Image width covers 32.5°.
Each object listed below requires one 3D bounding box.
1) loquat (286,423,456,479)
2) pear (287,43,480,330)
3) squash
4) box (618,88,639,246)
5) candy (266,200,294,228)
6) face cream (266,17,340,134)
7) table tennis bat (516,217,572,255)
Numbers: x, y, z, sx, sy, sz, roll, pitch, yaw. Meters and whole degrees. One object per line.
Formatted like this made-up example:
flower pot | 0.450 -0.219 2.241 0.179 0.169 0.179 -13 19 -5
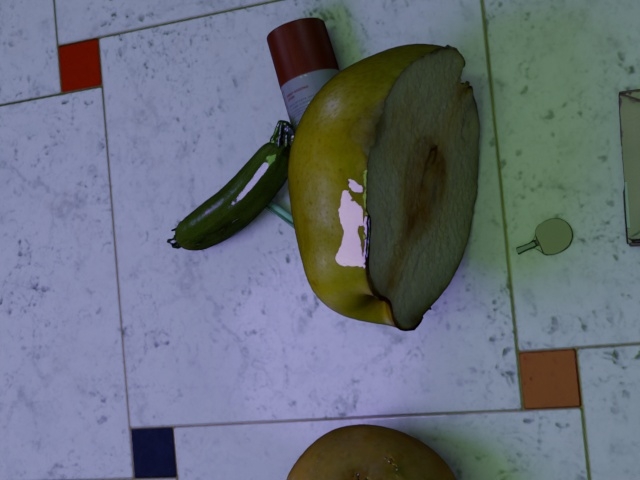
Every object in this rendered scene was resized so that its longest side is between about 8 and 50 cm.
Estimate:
loquat | 0.072 0.387 1.539 0.263 0.263 0.263 0 89 23
pear | 0.069 -0.078 1.492 0.191 0.340 0.386 7 59 32
squash | -0.131 -0.061 1.692 0.080 0.071 0.318 44 121 -8
box | 0.504 -0.104 1.440 0.215 0.086 0.215 -4 89 22
candy | 0.000 0.000 1.664 0.335 0.092 0.093 37 139 27
face cream | -0.008 -0.219 1.651 0.096 0.096 0.214 -19 81 21
table tennis bat | 0.317 0.000 1.559 0.083 0.007 0.050 -23 81 19
